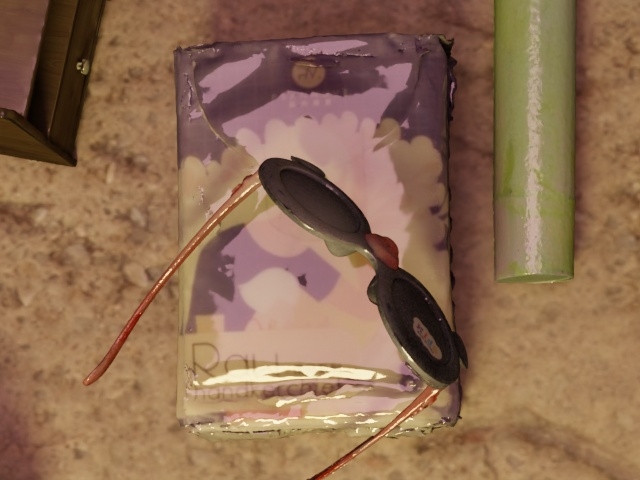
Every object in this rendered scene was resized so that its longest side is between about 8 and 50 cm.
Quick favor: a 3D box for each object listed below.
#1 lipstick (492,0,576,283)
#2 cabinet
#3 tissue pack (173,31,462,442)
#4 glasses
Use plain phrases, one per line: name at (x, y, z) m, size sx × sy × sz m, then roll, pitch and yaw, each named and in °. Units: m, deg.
lipstick at (0.188, -0.115, 1.447) m, size 0.076 × 0.076 × 0.304 m, roll -1°, pitch 82°, yaw 7°
cabinet at (-0.284, -0.176, 1.448) m, size 0.148 × 0.215 × 0.174 m, roll 10°, pitch 83°, yaw 7°
tissue pack at (0.000, 0.000, 1.430) m, size 0.242 × 0.125 × 0.343 m, roll -2°, pitch 84°, yaw 6°
glasses at (-0.040, 0.087, 1.344) m, size 0.268 × 0.118 × 0.234 m, roll -42°, pitch 83°, yaw 21°
